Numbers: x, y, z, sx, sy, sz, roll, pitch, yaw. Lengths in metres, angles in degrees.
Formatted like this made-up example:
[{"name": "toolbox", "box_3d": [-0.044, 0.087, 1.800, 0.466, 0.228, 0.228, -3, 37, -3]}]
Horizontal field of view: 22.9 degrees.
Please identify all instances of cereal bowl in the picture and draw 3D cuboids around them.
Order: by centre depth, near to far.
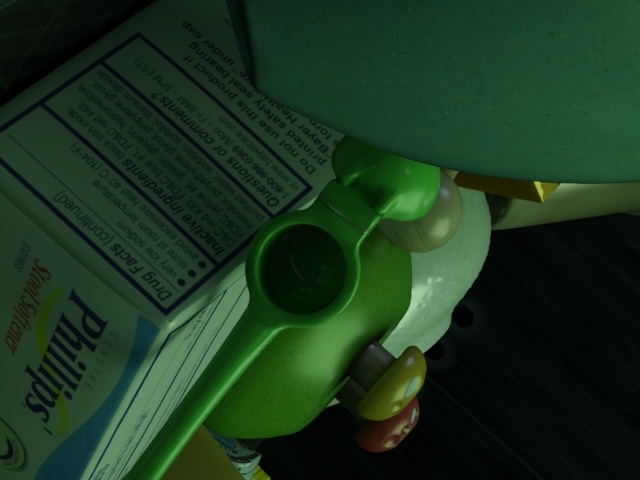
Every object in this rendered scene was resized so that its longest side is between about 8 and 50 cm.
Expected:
[{"name": "cereal bowl", "box_3d": [0.019, 0.057, 1.477, 0.339, 0.141, 0.339, -31, -175, 3]}]

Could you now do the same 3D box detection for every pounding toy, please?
[{"name": "pounding toy", "box_3d": [0.037, 0.061, 1.008, 0.237, 0.110, 0.183, -50, 173, 15]}]

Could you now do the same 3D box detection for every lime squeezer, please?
[{"name": "lime squeezer", "box_3d": [0.000, 0.000, 0.796, 0.310, 0.059, 0.110, -49, -171, -26]}]

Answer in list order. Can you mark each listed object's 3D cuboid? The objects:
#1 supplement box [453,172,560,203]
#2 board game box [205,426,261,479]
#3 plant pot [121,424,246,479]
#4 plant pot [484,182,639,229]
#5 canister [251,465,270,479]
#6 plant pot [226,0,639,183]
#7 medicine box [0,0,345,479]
[{"name": "supplement box", "box_3d": [0.131, -0.150, 1.171, 0.194, 0.129, 0.191, -45, -145, -24]}, {"name": "board game box", "box_3d": [-0.168, 0.219, 1.629, 0.060, 0.194, 0.194, -37, 152, -58]}, {"name": "plant pot", "box_3d": [-0.213, 0.233, 1.314, 0.187, 0.212, 0.212, -17, 151, -49]}, {"name": "plant pot", "box_3d": [0.248, -0.148, 1.694, 0.280, 0.323, 0.323, -23, 161, -29]}, {"name": "canister", "box_3d": [-0.159, 0.250, 1.737, 0.126, 0.170, 0.073, -47, 172, -10]}, {"name": "plant pot", "box_3d": [0.051, -0.151, 0.705, 0.195, 0.290, 0.290, -13, 167, -5]}, {"name": "medicine box", "box_3d": [-0.086, -0.010, 0.939, 0.289, 0.149, 0.263, -41, 170, -38]}]
